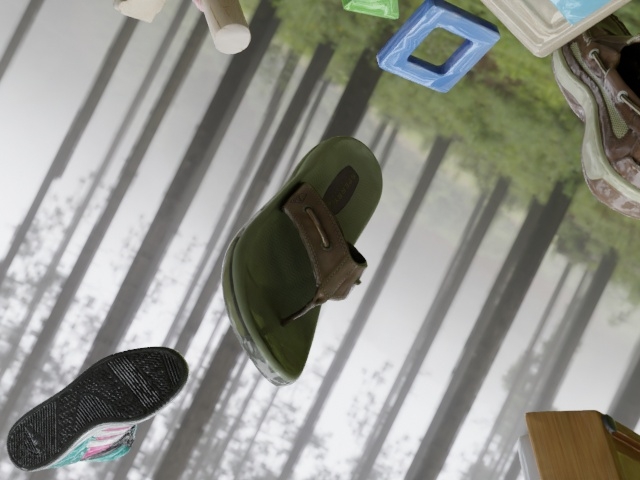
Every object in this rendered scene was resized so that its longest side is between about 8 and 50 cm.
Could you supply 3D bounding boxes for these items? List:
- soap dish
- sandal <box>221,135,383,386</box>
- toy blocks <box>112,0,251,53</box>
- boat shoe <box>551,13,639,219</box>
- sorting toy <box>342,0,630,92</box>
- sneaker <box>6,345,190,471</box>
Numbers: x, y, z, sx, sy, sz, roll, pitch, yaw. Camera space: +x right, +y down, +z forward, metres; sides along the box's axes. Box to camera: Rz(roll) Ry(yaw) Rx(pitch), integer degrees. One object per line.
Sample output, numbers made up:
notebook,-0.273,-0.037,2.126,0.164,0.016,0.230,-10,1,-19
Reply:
soap dish,0.350,0.343,1.130,0.229,0.118,0.291,31,-144,-35
sandal,0.000,-0.002,0.925,0.086,0.303,0.120,-15,125,38
toy blocks,-0.170,-0.405,1.027,0.309,0.288,0.260,11,-137,-34
boat shoe,0.262,-0.131,0.827,0.095,0.095,0.257,17,-138,-16
sorting toy,0.163,-0.194,0.581,0.196,0.347,0.047,29,-141,-42
sneaker,-0.302,0.251,1.498,0.124,0.295,0.178,64,-170,11
